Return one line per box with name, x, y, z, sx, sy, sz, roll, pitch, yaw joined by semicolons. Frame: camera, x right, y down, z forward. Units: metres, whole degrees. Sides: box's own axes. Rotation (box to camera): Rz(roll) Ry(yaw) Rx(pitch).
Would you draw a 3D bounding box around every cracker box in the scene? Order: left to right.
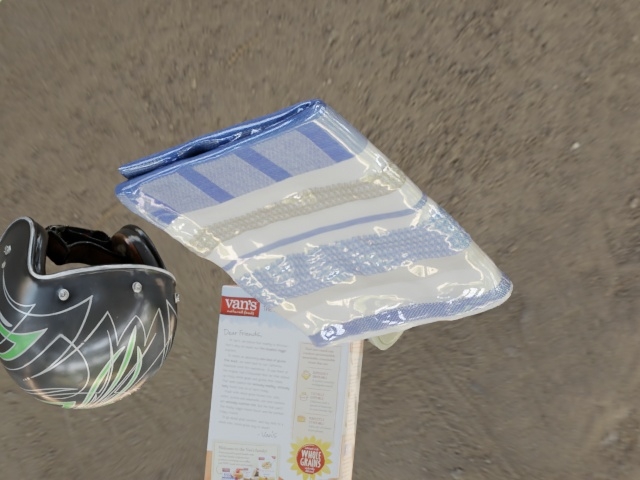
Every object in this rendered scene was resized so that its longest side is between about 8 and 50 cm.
cracker box;-0.038;0.171;1.428;0.155;0.067;0.232;5;89;16

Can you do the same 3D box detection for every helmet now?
helmet;-0.202;0.064;1.097;0.169;0.169;0.161;-31;51;-6

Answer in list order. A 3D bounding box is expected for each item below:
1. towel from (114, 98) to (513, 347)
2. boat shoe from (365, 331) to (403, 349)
towel;0.000;0.000;1.014;0.209;0.285;0.034;-16;51;33
boat shoe;0.031;0.024;1.267;0.079;0.233;0.084;35;69;31
